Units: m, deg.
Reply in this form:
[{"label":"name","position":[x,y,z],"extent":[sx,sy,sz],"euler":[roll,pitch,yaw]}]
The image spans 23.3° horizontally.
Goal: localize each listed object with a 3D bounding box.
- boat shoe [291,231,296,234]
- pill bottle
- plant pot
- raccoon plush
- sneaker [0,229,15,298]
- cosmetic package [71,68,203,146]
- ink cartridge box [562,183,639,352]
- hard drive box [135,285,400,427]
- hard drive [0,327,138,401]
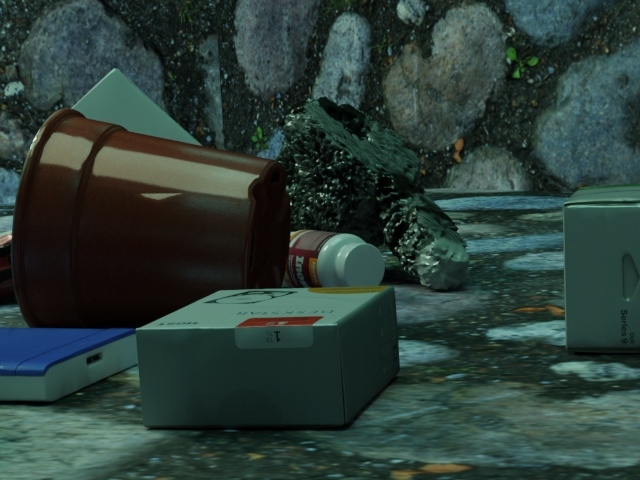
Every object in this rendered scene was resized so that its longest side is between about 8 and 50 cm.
[{"label":"boat shoe","position":[-0.086,0.034,2.147],"extent":[0.184,0.066,0.063],"euler":[-8,15,10]},{"label":"pill bottle","position":[0.015,0.031,2.053],"extent":[0.086,0.086,0.152],"euler":[-7,6,-33]},{"label":"plant pot","position":[-0.184,-0.007,1.819],"extent":[0.265,0.272,0.272],"euler":[7,8,12]},{"label":"raccoon plush","position":[0.000,0.000,2.222],"extent":[0.216,0.299,0.446],"euler":[20,26,-29]},{"label":"sneaker","position":[-0.444,0.027,2.203],"extent":[0.314,0.116,0.136],"euler":[-6,5,-26]},{"label":"cosmetic package","position":[-0.252,-0.074,2.090],"extent":[0.138,0.225,0.224],"euler":[-46,-4,-24]},{"label":"ink cartridge box","position":[0.308,0.025,1.631],"extent":[0.093,0.154,0.212],"euler":[-2,6,12]},{"label":"hard drive box","position":[-0.039,0.101,1.397],"extent":[0.181,0.089,0.232],"euler":[-2,6,14]},{"label":"hard drive","position":[-0.372,0.123,1.583],"extent":[0.319,0.040,0.210],"euler":[-1,7,19]}]
